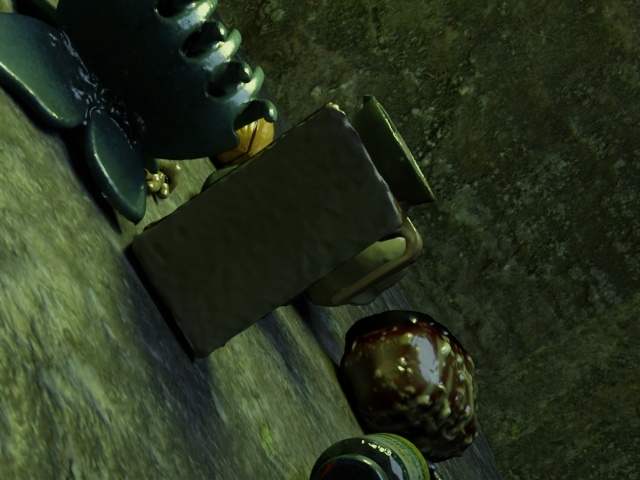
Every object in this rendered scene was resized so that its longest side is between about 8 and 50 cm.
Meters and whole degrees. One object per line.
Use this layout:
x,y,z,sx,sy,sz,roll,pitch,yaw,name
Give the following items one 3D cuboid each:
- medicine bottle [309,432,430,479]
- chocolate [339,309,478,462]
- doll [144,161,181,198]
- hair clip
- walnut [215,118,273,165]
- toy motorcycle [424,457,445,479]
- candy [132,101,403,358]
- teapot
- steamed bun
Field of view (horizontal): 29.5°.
0.065,0.339,1.676,0.141,0.141,0.293,61,8,12,medicine bottle
0.184,0.303,2.346,0.340,0.225,0.210,47,22,-43,chocolate
-0.239,-0.086,1.763,0.093,0.051,0.061,-30,90,-54,doll
-0.228,-0.231,1.556,0.318,0.238,0.392,57,8,-16,hair clip
-0.160,-0.212,2.361,0.144,0.144,0.180,55,12,-32,walnut
0.193,0.467,2.283,0.122,0.082,0.213,52,11,33,toy motorcycle
-0.066,-0.015,1.521,0.179,0.321,0.135,55,4,-5,candy
0.002,-0.046,1.979,0.300,0.344,0.253,62,9,18,teapot
0.003,0.002,2.344,0.324,0.219,0.310,30,3,-21,steamed bun
